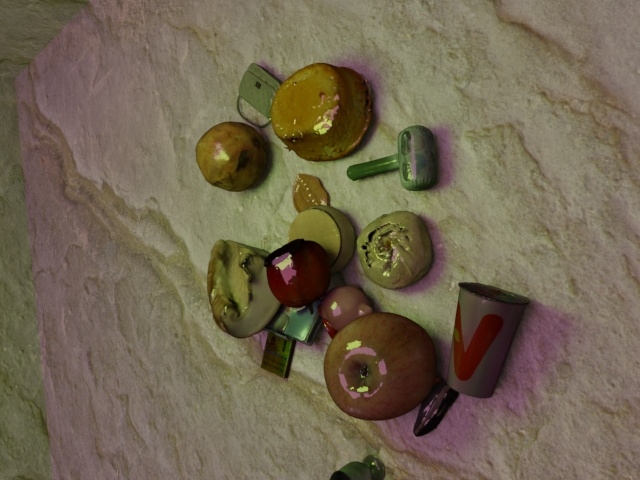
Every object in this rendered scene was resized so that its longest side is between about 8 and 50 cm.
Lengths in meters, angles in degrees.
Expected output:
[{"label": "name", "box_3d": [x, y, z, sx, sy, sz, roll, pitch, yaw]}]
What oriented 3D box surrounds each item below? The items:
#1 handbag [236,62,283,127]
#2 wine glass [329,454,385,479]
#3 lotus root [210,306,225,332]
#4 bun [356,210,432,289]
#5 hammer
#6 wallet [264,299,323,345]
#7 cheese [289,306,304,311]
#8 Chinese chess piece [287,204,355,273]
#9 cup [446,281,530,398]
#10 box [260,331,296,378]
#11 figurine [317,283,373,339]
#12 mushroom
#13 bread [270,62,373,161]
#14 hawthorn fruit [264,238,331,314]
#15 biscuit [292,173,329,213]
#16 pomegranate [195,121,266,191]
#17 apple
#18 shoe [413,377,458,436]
[{"label": "handbag", "box_3d": [-0.247, -0.570, 2.199, 0.256, 0.079, 0.219, 43, 112, 33]}, {"label": "wine glass", "box_3d": [0.113, 0.729, 1.689, 0.093, 0.202, 0.093, -6, 81, 36]}, {"label": "lotus root", "box_3d": [-0.395, 0.314, 2.195, 0.152, 0.063, 0.072, 42, 118, 28]}, {"label": "bun", "box_3d": [0.222, 0.031, 1.738, 0.259, 0.152, 0.260, -4, 82, 33]}, {"label": "hammer", "box_3d": [0.225, -0.247, 1.805, 0.335, 0.119, 0.207, -9, 78, 41]}, {"label": "wallet", "box_3d": [-0.105, 0.266, 1.966, 0.250, 0.075, 0.176, 14, 70, 37]}, {"label": "cheese", "box_3d": [-0.063, 0.206, 1.921, 0.067, 0.026, 0.121, 17, 51, 35]}, {"label": "Chinese chess piece", "box_3d": [0.000, 0.000, 1.915, 0.249, 0.103, 0.250, 1, 92, 33]}, {"label": "cup", "box_3d": [0.448, 0.278, 1.530, 0.203, 0.203, 0.289, 17, 101, 36]}, {"label": "box", "box_3d": [-0.153, 0.398, 2.030, 0.121, 0.030, 0.193, 14, 92, 36]}, {"label": "figurine", "box_3d": [0.083, 0.228, 1.805, 0.173, 0.173, 0.173, -5, 81, 35]}, {"label": "mushroom", "box_3d": [-0.298, 0.153, 2.027, 0.397, 0.224, 0.314, 26, 95, 57]}, {"label": "bread", "box_3d": [-0.001, -0.454, 1.926, 0.358, 0.204, 0.337, -6, 84, 32]}, {"label": "hawthorn fruit", "box_3d": [-0.062, 0.120, 1.780, 0.215, 0.215, 0.250, -25, 80, 31]}, {"label": "biscuit", "box_3d": [-0.040, -0.156, 2.022, 0.142, 0.029, 0.221, -40, 64, 25]}, {"label": "pomegranate", "box_3d": [-0.345, -0.330, 2.119, 0.281, 0.281, 0.281, -5, 81, 35]}, {"label": "apple", "box_3d": [0.169, 0.380, 1.627, 0.344, 0.269, 0.345, 6, 106, 21]}, {"label": "shoe", "box_3d": [0.333, 0.501, 1.649, 0.077, 0.074, 0.194, 44, 107, 44]}]
